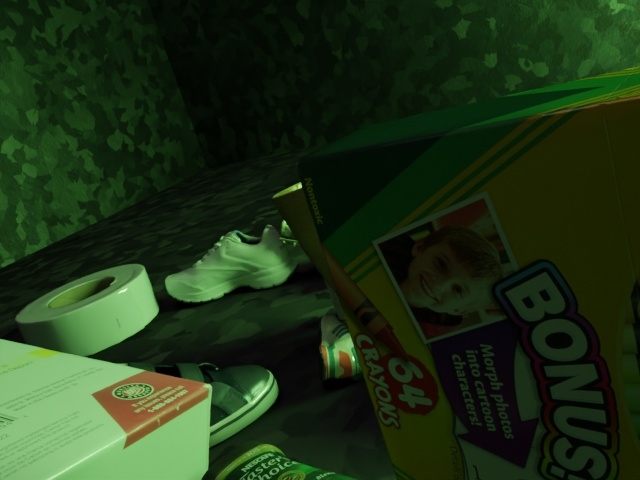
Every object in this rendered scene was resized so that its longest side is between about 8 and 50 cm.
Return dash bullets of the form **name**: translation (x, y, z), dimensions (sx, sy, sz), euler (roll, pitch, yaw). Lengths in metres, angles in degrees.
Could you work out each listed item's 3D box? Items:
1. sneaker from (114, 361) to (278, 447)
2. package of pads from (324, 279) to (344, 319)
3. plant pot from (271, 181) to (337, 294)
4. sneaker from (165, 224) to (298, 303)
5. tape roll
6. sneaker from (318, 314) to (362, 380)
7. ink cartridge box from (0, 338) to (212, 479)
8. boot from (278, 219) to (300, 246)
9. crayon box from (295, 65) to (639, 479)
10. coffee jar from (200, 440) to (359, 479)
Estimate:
- **sneaker**: translation (-0.213, 0.216, 0.905), dimensions (0.321, 0.128, 0.126), euler (-22, 14, -20)
- **package of pads**: translation (0.040, 0.085, 1.146), dimensions (0.050, 0.083, 0.032), euler (-24, 21, -9)
- **plant pot**: translation (0.085, 0.004, 1.026), dimensions (0.237, 0.254, 0.237), euler (-23, 8, 4)
- **sneaker**: translation (-0.197, 0.046, 1.467), dimensions (0.297, 0.129, 0.111), euler (-16, 17, 13)
- **tape roll**: translation (-0.493, 0.152, 1.486), dimensions (0.286, 0.100, 0.286), euler (-16, 15, 4)
- **sneaker**: translation (0.036, 0.153, 0.995), dimensions (0.075, 0.057, 0.161), euler (0, 15, 1)
- **ink cartridge box**: translation (-0.344, 0.220, 0.687), dimensions (0.384, 0.161, 0.279), euler (7, 11, 23)
- **boot**: translation (0.000, 0.000, 1.358), dimensions (0.165, 0.077, 0.213), euler (19, 9, -5)
- **crayon box**: translation (0.180, 0.080, 0.474), dimensions (0.313, 0.363, 0.106), euler (-5, 20, 40)
- **coffee jar**: translation (-0.035, 0.252, 0.657), dimensions (0.096, 0.079, 0.184), euler (-29, 19, -36)
